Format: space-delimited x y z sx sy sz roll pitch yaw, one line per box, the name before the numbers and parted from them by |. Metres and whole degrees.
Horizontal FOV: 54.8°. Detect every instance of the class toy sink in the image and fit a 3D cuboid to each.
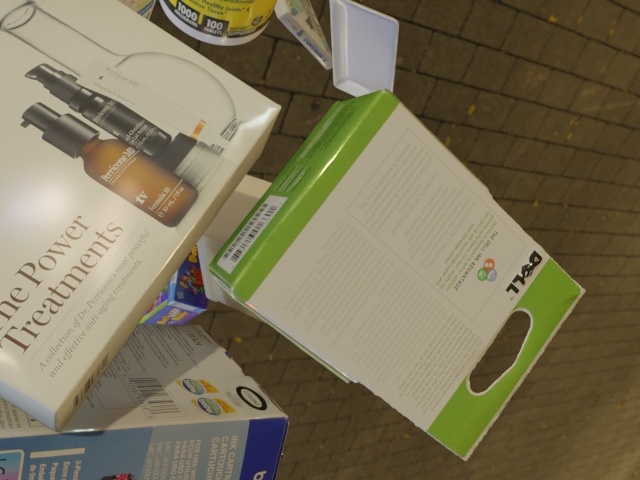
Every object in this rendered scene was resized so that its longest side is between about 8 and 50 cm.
toy sink | -0.085 0.015 0.891 0.153 0.234 0.131 -46 147 -42

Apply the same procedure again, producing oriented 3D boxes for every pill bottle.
pill bottle | -0.120 -0.452 0.868 0.188 0.188 0.334 -14 162 -26

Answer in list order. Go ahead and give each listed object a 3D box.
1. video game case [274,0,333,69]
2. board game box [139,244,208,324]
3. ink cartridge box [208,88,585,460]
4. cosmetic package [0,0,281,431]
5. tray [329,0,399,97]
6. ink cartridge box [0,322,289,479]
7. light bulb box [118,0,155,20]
video game case | -0.080 -0.647 1.627 0.036 0.329 0.300 -26 161 18
board game box | -0.321 0.021 1.380 0.078 0.347 0.233 21 145 -31
ink cartridge box | 0.067 0.033 0.517 0.255 0.097 0.189 40 82 -20
cosmetic package | -0.249 -0.064 0.579 0.377 0.284 0.097 -61 -176 -33
tray | 0.090 -0.374 1.233 0.030 0.145 0.270 -58 165 -19
ink cartridge box | -0.222 0.206 0.704 0.395 0.270 0.151 5 104 -34
light bulb box | -0.478 -0.532 1.177 0.358 0.225 0.361 -52 -170 -34
